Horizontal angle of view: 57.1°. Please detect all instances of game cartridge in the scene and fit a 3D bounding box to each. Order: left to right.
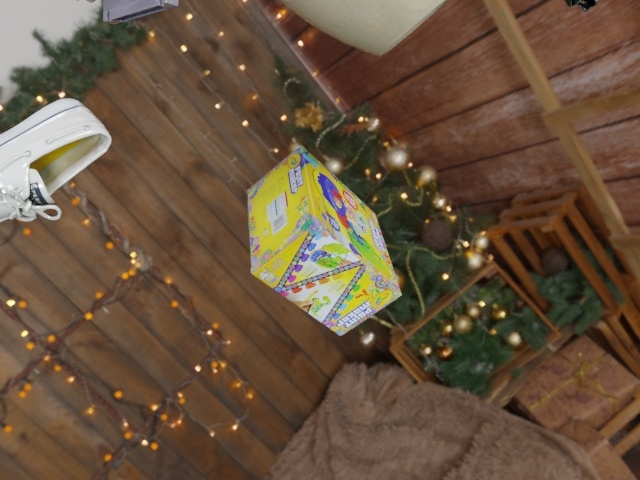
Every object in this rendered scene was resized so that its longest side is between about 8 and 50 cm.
[{"bbox_3d":[-0.555,-0.811,1.811,0.355,0.230,0.068,7,3,40],"label":"game cartridge"}]

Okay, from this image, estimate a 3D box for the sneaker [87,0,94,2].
[{"bbox_3d":[-0.682,-0.747,1.733,0.084,0.058,0.152,-26,7,13],"label":"sneaker"}]

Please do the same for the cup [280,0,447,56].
[{"bbox_3d":[0.098,-0.468,1.021,0.331,0.237,0.331,-40,8,7],"label":"cup"}]

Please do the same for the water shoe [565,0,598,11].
[{"bbox_3d":[0.587,-0.594,1.371,0.203,0.080,0.073,-1,-21,-36],"label":"water shoe"}]

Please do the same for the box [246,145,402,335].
[{"bbox_3d":[0.000,0.000,1.288,0.177,0.279,0.290,-37,36,20],"label":"box"}]

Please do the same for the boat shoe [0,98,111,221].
[{"bbox_3d":[-0.524,-0.094,1.042,0.367,0.156,0.136,-43,-21,-23],"label":"boat shoe"}]
